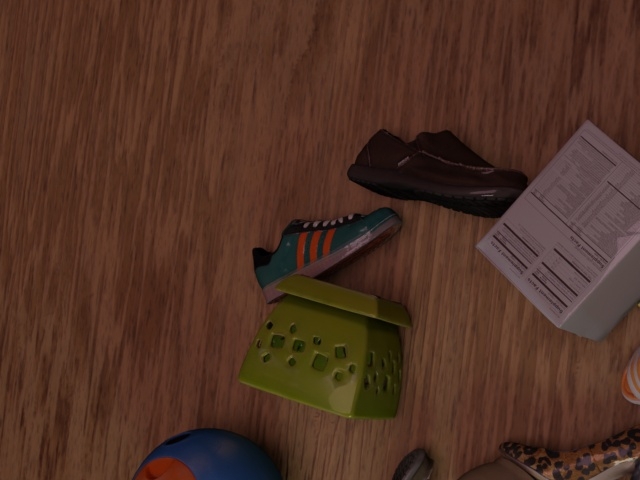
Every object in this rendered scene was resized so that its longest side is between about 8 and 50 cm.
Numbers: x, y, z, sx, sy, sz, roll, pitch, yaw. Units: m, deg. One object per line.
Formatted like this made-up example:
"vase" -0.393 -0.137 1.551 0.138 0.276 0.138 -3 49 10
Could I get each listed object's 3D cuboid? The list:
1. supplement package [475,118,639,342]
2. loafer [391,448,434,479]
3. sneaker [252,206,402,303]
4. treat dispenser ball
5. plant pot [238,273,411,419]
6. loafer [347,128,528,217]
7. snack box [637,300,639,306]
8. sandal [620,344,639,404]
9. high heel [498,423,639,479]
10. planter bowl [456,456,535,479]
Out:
"supplement package" 0.429 -0.009 1.691 0.263 0.199 0.198 -50 58 13
"loafer" 0.153 0.479 1.867 0.087 0.094 0.251 18 104 0
"sneaker" 0.000 0.000 1.946 0.302 0.108 0.121 -30 79 21
"treat dispenser ball" -0.200 0.478 1.904 0.288 0.288 0.288 -2 86 24
"plant pot" 0.023 0.181 1.866 0.228 0.227 0.207 15 87 24
"loafer" 0.198 -0.130 1.819 0.366 0.134 0.130 15 85 41
"snack box" 0.591 0.079 1.716 0.100 0.037 0.141 40 102 21
"sandal" 0.542 0.181 1.645 0.265 0.076 0.102 -30 46 56
"high heel" 0.437 0.335 1.763 0.261 0.093 0.186 22 73 36
"planter bowl" 0.299 0.428 1.771 0.162 0.162 0.109 36 73 22
